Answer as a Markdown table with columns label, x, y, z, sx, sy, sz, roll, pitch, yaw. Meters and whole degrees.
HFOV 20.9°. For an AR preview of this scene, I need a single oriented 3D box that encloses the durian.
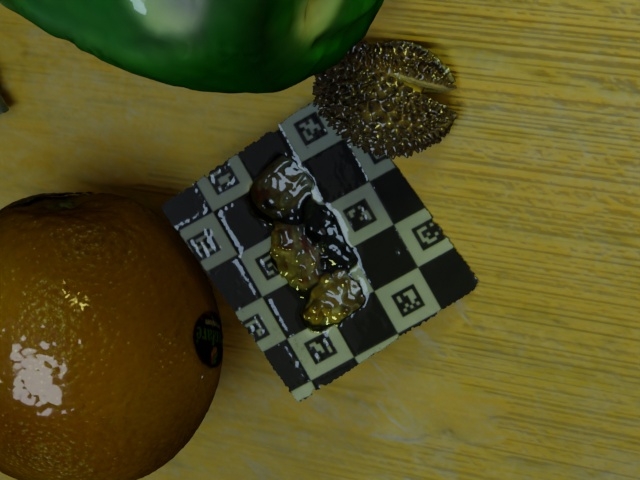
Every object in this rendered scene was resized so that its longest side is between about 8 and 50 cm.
| label | x | y | z | sx | sy | sz | roll | pitch | yaw |
| --- | --- | --- | --- | --- | --- | --- | --- | --- | --- |
| durian | 0.039 | -0.119 | 1.424 | 0.140 | 0.071 | 0.110 | 31 | 122 | 17 |

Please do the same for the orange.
| label | x | y | z | sx | sy | sz | roll | pitch | yaw |
| --- | --- | --- | --- | --- | --- | --- | --- | --- | --- |
| orange | -0.220 | 0.089 | 1.562 | 0.274 | 0.274 | 0.274 | 13 | 122 | 22 |

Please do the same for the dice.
| label | x | y | z | sx | sy | sz | roll | pitch | yaw |
| --- | --- | --- | --- | --- | --- | --- | --- | --- | --- |
| dice | -0.074 | -0.301 | 1.241 | 0.287 | 0.297 | 0.300 | 25 | 126 | 18 |

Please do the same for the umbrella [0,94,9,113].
| label | x | y | z | sx | sy | sz | roll | pitch | yaw |
| --- | --- | --- | --- | --- | --- | --- | --- | --- | --- |
| umbrella | -0.348 | -0.196 | 1.609 | 0.050 | 0.046 | 0.188 | -6 | 117 | 51 |

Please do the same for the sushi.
| label | x | y | z | sx | sy | sz | roll | pitch | yaw |
| --- | --- | --- | --- | --- | --- | --- | --- | --- | --- |
| sushi | 0.000 | 0.000 | 1.521 | 0.192 | 0.050 | 0.215 | -34 | 98 | 7 |
